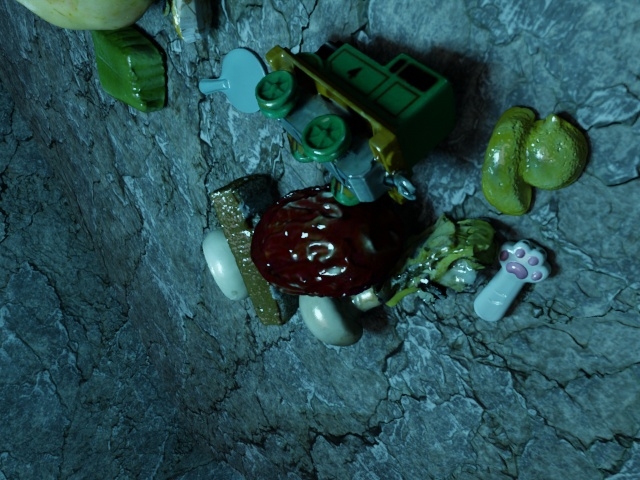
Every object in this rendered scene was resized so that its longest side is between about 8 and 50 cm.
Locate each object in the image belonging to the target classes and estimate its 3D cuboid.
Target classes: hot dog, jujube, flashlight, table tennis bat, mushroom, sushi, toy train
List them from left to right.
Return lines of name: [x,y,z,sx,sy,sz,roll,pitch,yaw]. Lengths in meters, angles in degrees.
hot dog: [-0.296,-0.581,0.954,0.069,0.131,0.252,11,131,6]
table tennis bat: [-0.222,-0.397,1.074,0.245,0.040,0.152,9,121,37]
jujube: [0.000,0.000,0.930,0.377,0.259,0.258,-12,107,59]
mushroom: [0.042,0.159,1.069,0.206,0.206,0.209,39,119,20]
toy train: [0.056,-0.232,0.756,0.429,0.249,0.178,49,180,32]
sushi: [0.231,0.044,0.860,0.131,0.139,0.291,37,141,-7]
flashlight: [0.351,0.084,0.805,0.093,0.048,0.200,37,136,22]

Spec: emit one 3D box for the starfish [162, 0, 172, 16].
starfish: [-0.341,-0.632,0.969,0.053,0.175,0.208,20,163,-6]

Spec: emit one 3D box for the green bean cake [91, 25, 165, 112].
green bean cake: [-0.575,-0.517,1.285,0.248,0.125,0.222,40,139,22]

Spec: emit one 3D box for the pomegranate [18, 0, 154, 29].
pomegranate: [-0.558,-0.678,0.960,0.412,0.412,0.410,25,131,33]

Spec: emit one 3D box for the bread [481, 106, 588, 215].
bread: [0.333,-0.112,0.686,0.150,0.065,0.187,22,128,28]

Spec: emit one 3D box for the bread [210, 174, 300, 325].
bread: [-0.160,0.030,1.182,0.113,0.165,0.415,-8,112,25]

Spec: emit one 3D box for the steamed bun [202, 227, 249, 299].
steamed bun: [-0.252,0.062,1.304,0.232,0.145,0.231,155,90,-87]
